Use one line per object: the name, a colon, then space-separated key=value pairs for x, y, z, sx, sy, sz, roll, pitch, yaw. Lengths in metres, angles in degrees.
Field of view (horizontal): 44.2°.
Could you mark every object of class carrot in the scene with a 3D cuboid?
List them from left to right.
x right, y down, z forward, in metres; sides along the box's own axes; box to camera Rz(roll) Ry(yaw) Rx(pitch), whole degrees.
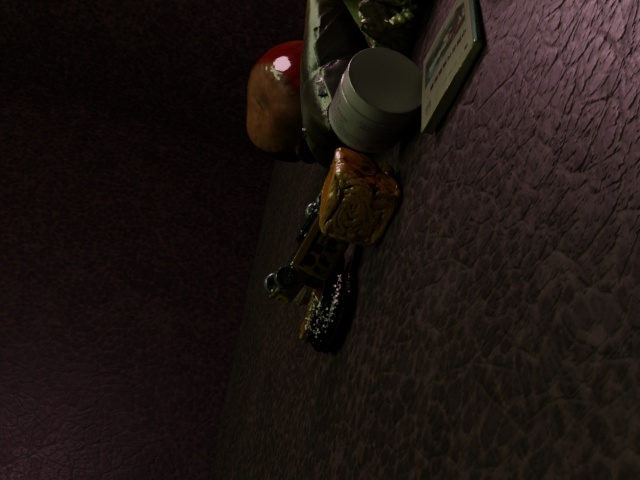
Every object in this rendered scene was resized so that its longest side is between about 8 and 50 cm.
carrot: x=0.004 y=0.134 z=1.877 sx=0.069 sy=0.069 sz=0.228 roll=-130 pitch=56 yaw=-78

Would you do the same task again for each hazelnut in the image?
hazelnut: x=-0.051 y=-0.424 z=2.464 sx=0.409 sy=0.359 sz=0.359 roll=115 pitch=168 yaw=-56

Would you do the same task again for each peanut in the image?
peanut: x=-0.025 y=0.100 z=2.051 sx=0.104 sy=0.086 sz=0.227 roll=-69 pitch=3 yaw=-46

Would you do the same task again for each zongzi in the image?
zongzi: x=0.024 y=-0.421 z=1.993 sx=0.403 sy=0.208 sz=0.432 roll=123 pitch=131 yaw=-77

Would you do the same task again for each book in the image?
book: x=0.251 y=-0.361 z=1.521 sx=0.282 sy=0.025 sz=0.214 roll=-82 pitch=15 yaw=-50

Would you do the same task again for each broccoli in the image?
broccoli: x=0.154 y=-0.627 z=1.964 sx=0.272 sy=0.324 sz=0.334 roll=-26 pitch=-33 yaw=-36

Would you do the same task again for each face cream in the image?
face cream: x=0.118 y=-0.295 z=1.679 sx=0.153 sy=0.177 sz=0.177 roll=121 pitch=163 yaw=-56

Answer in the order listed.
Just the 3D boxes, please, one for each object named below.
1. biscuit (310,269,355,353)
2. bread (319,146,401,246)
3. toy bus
biscuit: x=0.027 y=0.157 z=1.747 sx=0.194 sy=0.053 sz=0.194 roll=-162 pitch=90 yaw=-80
bread: x=0.080 y=-0.089 z=1.653 sx=0.143 sy=0.149 sz=0.158 roll=-83 pitch=8 yaw=-55
toy bus: x=0.000 y=0.000 z=1.790 sx=0.335 sy=0.123 sz=0.121 roll=-61 pitch=7 yaw=-20
